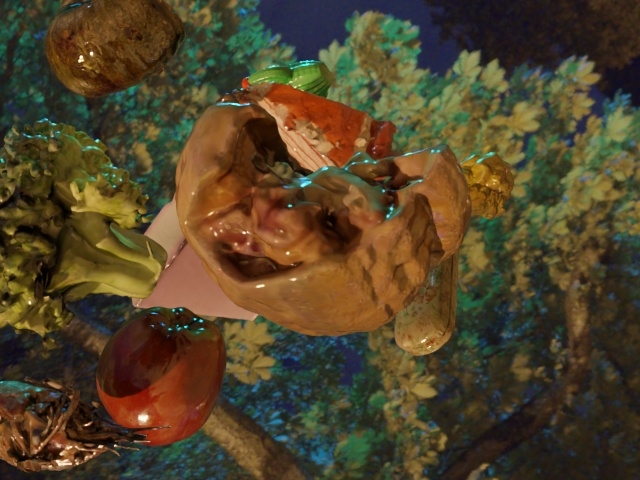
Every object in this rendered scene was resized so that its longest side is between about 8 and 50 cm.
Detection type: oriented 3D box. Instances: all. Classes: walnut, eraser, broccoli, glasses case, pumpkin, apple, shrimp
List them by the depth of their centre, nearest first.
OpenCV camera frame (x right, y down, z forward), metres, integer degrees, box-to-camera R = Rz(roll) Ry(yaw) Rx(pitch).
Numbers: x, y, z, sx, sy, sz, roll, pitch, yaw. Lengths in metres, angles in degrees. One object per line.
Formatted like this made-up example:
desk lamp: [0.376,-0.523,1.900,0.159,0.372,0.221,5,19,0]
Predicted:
walnut: [-0.005,0.006,0.560,0.238,0.204,0.141,12,-126,1]
broccoli: [-0.357,0.002,0.977,0.280,0.348,0.293,26,-86,-15]
shrimp: [-0.380,0.270,1.033,0.116,0.343,0.145,11,-101,-64]
apple: [-0.272,0.227,1.214,0.234,0.234,0.234,23,-126,-34]
pumpkin: [-0.437,-0.394,1.453,0.242,0.325,0.232,43,-105,-35]
eraser: [-0.219,0.038,1.541,0.359,0.272,0.122,14,-147,-50]
glasses case: [0.264,0.086,1.728,0.098,0.156,0.425,36,-135,-29]

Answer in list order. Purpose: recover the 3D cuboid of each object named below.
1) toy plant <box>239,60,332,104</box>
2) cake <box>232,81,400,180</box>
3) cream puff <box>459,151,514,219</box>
toy plant: [-0.092,-0.339,1.554,0.154,0.240,0.088,72,-167,-76]
cake: [-0.016,-0.160,1.096,0.287,0.098,0.135,22,-112,7]
cream puff: [0.319,-0.096,1.379,0.146,0.146,0.116,26,-140,-32]
